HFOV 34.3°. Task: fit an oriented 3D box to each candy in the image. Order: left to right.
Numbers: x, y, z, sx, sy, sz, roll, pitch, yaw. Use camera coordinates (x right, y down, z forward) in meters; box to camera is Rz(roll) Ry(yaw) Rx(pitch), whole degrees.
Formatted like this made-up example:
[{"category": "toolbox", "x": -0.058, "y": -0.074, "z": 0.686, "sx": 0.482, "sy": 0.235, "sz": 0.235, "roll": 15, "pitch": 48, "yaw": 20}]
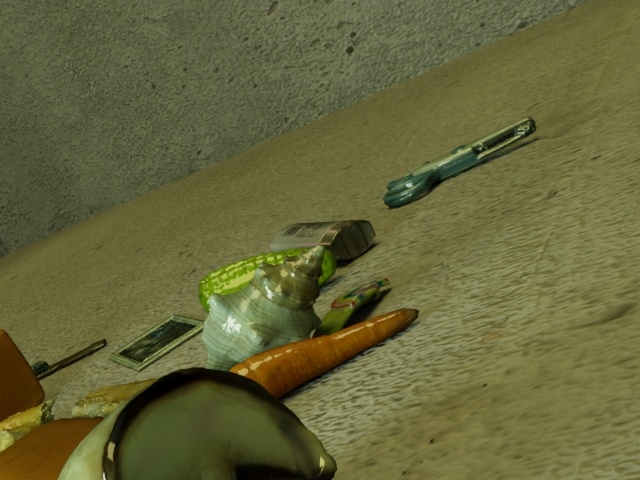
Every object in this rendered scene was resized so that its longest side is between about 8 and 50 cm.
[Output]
[{"category": "candy", "x": -0.075, "y": 0.063, "z": 1.542, "sx": 0.209, "sy": 0.097, "sz": 0.097, "roll": -20, "pitch": 13, "yaw": 3}]

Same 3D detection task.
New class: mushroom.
[{"category": "mushroom", "x": -0.124, "y": 0.217, "z": 0.826, "sx": 0.164, "sy": 0.189, "sz": 0.267, "roll": -37, "pitch": 9, "yaw": 29}]

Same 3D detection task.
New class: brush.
[{"category": "brush", "x": -0.478, "y": 0.219, "z": 1.879, "sx": 0.190, "sy": 0.027, "sz": 0.034, "roll": -26, "pitch": 15, "yaw": 2}]

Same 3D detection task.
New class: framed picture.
[{"category": "framed picture", "x": -0.268, "y": 0.163, "z": 1.707, "sx": 0.142, "sy": 0.011, "sz": 0.183, "roll": -33, "pitch": 14, "yaw": -22}]

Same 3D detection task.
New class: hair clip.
[{"category": "hair clip", "x": 0.028, "y": 0.096, "z": 1.326, "sx": 0.060, "sy": 0.033, "sz": 0.188, "roll": -22, "pitch": 14, "yaw": 34}]

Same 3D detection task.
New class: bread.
[{"category": "bread", "x": -0.265, "y": 0.263, "z": 1.168, "sx": 0.361, "sy": 0.077, "sz": 0.138, "roll": -12, "pitch": 21, "yaw": 48}]

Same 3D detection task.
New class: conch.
[{"category": "conch", "x": -0.070, "y": 0.100, "z": 1.258, "sx": 0.234, "sy": 0.137, "sz": 0.114, "roll": -48, "pitch": 44, "yaw": -6}]

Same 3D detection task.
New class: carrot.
[{"category": "carrot", "x": -0.004, "y": 0.130, "z": 1.211, "sx": 0.256, "sy": 0.061, "sz": 0.061, "roll": -26, "pitch": 13, "yaw": -8}]

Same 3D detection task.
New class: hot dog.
[{"category": "hot dog", "x": -0.212, "y": 0.211, "z": 1.252, "sx": 0.242, "sy": 0.084, "sz": 0.073, "roll": -15, "pitch": 19, "yaw": 47}]

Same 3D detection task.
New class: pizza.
[{"category": "pizza", "x": -0.464, "y": 0.315, "z": 1.373, "sx": 0.280, "sy": 0.075, "sz": 0.287, "roll": -32, "pitch": 13, "yaw": -14}]

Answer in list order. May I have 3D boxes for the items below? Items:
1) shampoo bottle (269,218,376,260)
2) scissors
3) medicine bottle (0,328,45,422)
[{"category": "shampoo bottle", "x": 0.000, "y": 0.000, "z": 1.700, "sx": 0.086, "sy": 0.056, "sz": 0.227, "roll": -32, "pitch": 13, "yaw": -25}, {"category": "scissors", "x": 0.239, "y": -0.139, "z": 1.793, "sx": 0.289, "sy": 0.041, "sz": 0.138, "roll": -27, "pitch": 14, "yaw": 19}, {"category": "medicine bottle", "x": -0.548, "y": 0.254, "z": 1.609, "sx": 0.112, "sy": 0.149, "sz": 0.222, "roll": -23, "pitch": 13, "yaw": 24}]
